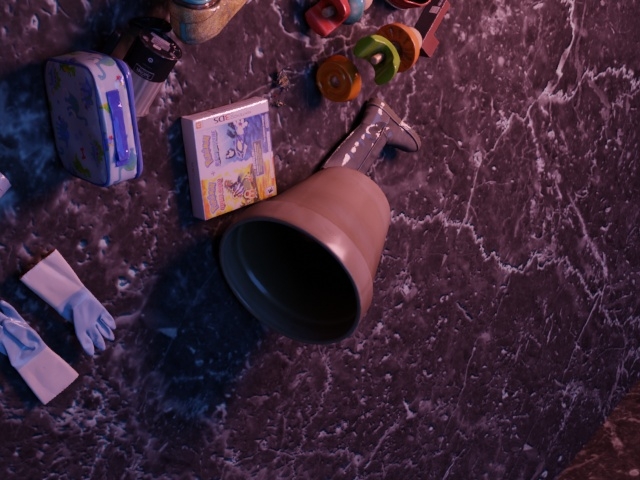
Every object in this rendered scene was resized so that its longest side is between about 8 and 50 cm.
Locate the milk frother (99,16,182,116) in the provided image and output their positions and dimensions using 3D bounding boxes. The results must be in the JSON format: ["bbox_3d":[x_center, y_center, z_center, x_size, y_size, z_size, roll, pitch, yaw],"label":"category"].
[{"bbox_3d":[-0.314,-0.317,1.871,0.135,0.129,0.143,-52,176,29],"label":"milk frother"}]

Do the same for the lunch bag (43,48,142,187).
[{"bbox_3d":[-0.379,-0.205,1.782,0.090,0.176,0.219,-22,117,-37],"label":"lunch bag"}]

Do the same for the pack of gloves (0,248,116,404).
[{"bbox_3d":[-0.492,0.151,1.897,0.195,0.046,0.232,-41,125,-13],"label":"pack of gloves"}]

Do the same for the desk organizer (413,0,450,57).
[{"bbox_3d":[0.249,-0.479,2.378,0.050,0.047,0.130,40,75,-45],"label":"desk organizer"}]

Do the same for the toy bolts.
[{"bbox_3d":[0.079,-0.420,2.184,0.228,0.218,0.158,55,45,-3],"label":"toy bolts"}]

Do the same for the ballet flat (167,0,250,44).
[{"bbox_3d":[-0.166,-0.466,1.932,0.348,0.123,0.123,-53,135,-42],"label":"ballet flat"}]

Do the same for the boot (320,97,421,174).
[{"bbox_3d":[0.113,-0.184,2.324,0.189,0.076,0.208,38,69,-29],"label":"boot"}]

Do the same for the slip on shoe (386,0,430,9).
[{"bbox_3d":[0.121,-0.583,2.187,0.331,0.101,0.123,30,84,-43],"label":"slip on shoe"}]

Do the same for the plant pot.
[{"bbox_3d":[0.000,0.000,2.145,0.280,0.323,0.323,-53,134,-39],"label":"plant pot"}]

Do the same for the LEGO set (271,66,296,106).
[{"bbox_3d":[-0.081,-0.313,2.142,0.054,0.023,0.083,23,100,-43],"label":"LEGO set"}]

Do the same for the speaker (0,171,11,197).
[{"bbox_3d":[-0.571,-0.058,1.732,0.136,0.055,0.055,-53,132,-17],"label":"speaker"}]

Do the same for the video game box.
[{"bbox_3d":[-0.177,-0.163,2.078,0.187,0.048,0.205,-21,117,-35],"label":"video game box"}]
